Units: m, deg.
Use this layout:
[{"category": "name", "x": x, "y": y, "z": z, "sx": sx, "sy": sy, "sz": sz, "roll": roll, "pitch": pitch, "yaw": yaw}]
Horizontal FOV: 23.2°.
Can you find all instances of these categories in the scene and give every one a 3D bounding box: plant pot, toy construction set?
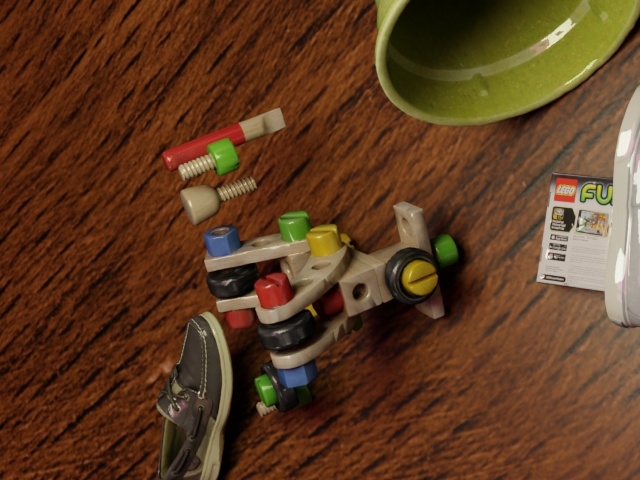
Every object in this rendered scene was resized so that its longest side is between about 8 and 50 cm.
[{"category": "plant pot", "x": 0.146, "y": -0.298, "z": 1.545, "sx": 0.276, "sy": 0.276, "sz": 0.254, "roll": -41, "pitch": 51, "yaw": 26}, {"category": "toy construction set", "x": 0.000, "y": 0.000, "z": 1.653, "sx": 0.237, "sy": 0.257, "sz": 0.309, "roll": -23, "pitch": 86, "yaw": -13}]

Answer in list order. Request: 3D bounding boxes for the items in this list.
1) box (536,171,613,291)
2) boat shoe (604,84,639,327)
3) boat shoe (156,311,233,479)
[{"category": "box", "x": 0.314, "y": 0.000, "z": 1.504, "sx": 0.207, "sy": 0.036, "sz": 0.114, "roll": 9, "pitch": 90, "yaw": 37}, {"category": "boat shoe", "x": 0.317, "y": -0.030, "z": 1.441, "sx": 0.081, "sy": 0.079, "sz": 0.227, "roll": 6, "pitch": 93, "yaw": 28}, {"category": "boat shoe", "x": -0.148, "y": 0.187, "z": 1.755, "sx": 0.080, "sy": 0.073, "sz": 0.223, "roll": 46, "pitch": 137, "yaw": 50}]
